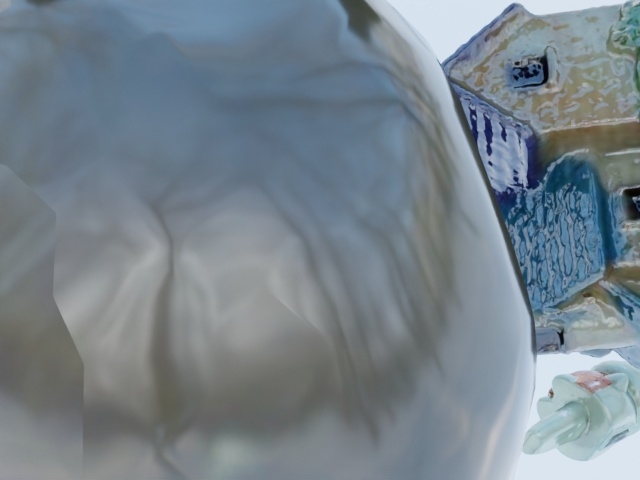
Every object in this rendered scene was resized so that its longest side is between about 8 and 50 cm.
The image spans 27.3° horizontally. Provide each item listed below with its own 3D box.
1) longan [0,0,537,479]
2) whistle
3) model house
[{"bbox_3d":[-0.070,0.034,0.688,0.336,0.404,0.404,-17,35,-27],"label":"longan"},{"bbox_3d":[0.315,0.198,1.533,0.106,0.101,0.253,16,23,42],"label":"whistle"},{"bbox_3d":[0.229,-0.048,1.218,0.280,0.245,0.312,-5,61,8],"label":"model house"}]
